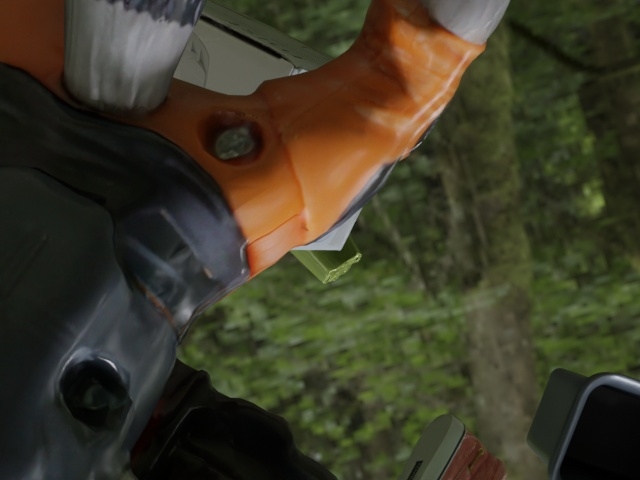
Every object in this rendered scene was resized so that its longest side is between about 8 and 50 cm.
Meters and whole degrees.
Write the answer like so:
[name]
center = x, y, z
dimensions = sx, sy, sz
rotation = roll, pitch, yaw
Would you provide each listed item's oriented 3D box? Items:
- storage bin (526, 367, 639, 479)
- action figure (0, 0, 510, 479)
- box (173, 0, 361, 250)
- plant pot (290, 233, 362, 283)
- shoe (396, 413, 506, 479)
[storage bin]
center = 0.197, 0.121, 0.976
dimensions = 0.135, 0.098, 0.091
rotation = 19, -177, -15
[action figure]
center = -0.113, -0.022, 0.427
dimensions = 0.341, 0.330, 0.178
rotation = 24, 172, 2
[box]
center = -0.104, -0.104, 1.016
dimensions = 0.262, 0.127, 0.231
rotation = 28, -170, 17
[plant pot]
center = 0.000, 0.000, 1.637
dimensions = 0.083, 0.079, 0.083
rotation = -35, 170, -7
[shoe]
center = 0.098, 0.247, 1.402
dimensions = 0.178, 0.081, 0.063
rotation = -56, -163, -24
